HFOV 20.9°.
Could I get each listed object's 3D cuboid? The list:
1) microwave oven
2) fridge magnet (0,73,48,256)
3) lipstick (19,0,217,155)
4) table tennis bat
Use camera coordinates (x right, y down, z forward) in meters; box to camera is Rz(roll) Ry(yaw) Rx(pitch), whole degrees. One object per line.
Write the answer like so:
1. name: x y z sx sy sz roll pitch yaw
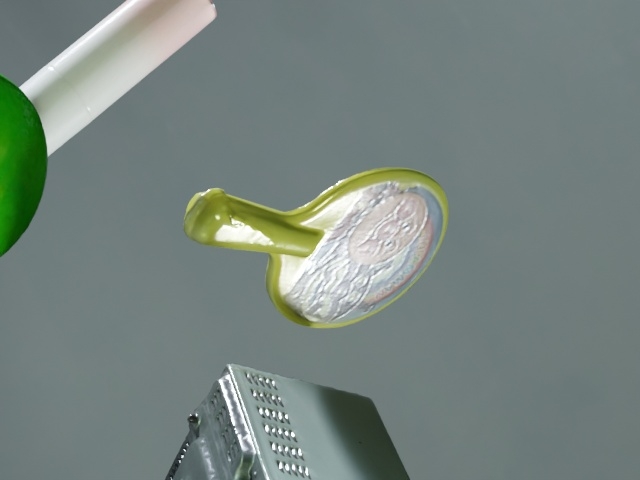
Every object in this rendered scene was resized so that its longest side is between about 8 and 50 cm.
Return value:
1. microwave oven: -0.075 0.354 1.880 0.218 0.355 0.286 15 26 -26
2. fridge magnet: -0.352 -0.067 1.657 0.088 0.208 0.208 19 -13 44
3. lipstick: -0.275 -0.205 2.118 0.087 0.327 0.087 46 -13 13
4. table tennis bat: 0.000 0.000 1.873 0.368 0.224 0.054 14 30 -47
